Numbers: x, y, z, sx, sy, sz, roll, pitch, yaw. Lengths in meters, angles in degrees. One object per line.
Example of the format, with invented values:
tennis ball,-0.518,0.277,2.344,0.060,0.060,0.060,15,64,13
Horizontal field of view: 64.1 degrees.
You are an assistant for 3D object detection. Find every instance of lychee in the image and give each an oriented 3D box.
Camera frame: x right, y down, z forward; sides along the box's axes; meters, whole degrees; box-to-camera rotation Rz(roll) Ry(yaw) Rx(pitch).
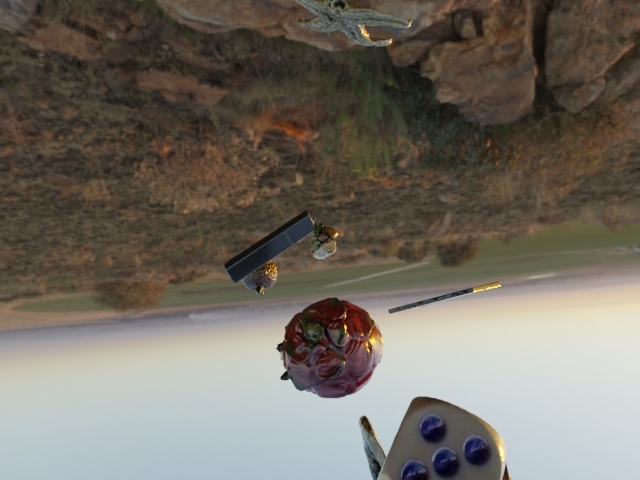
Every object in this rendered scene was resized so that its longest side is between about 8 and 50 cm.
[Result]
lychee,-0.186,0.097,1.527,0.114,0.147,0.114,-9,156,-4

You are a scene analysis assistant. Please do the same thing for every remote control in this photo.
remote control,-0.119,0.015,1.238,0.245,0.063,0.025,-35,-148,-8

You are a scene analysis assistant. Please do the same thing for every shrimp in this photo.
shrimp,0.194,0.700,1.518,0.071,0.365,0.233,-19,169,-7

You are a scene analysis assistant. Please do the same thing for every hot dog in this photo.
hot dog,0.000,0.000,0.849,0.041,0.057,0.133,8,171,-9

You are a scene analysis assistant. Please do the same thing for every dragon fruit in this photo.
dragon fruit,0.022,0.210,0.992,0.193,0.192,0.274,20,164,17

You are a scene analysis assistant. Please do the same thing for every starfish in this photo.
starfish,0.054,-0.422,0.997,0.247,0.050,0.138,20,-178,11

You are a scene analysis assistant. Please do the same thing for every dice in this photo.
dice,0.271,0.529,1.170,0.243,0.251,0.259,24,153,15

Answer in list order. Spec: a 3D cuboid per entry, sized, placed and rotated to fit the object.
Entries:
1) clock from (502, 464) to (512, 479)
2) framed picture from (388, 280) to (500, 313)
clock,0.512,0.728,1.447,0.056,0.245,0.244,-1,172,7
framed picture,0.344,0.161,1.431,0.265,0.018,0.192,-22,167,39
